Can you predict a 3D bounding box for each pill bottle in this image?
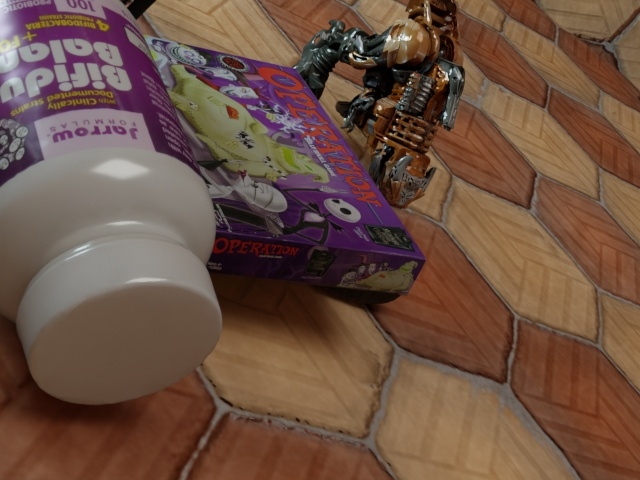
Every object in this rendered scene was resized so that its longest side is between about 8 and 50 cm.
[{"bbox_3d":[-0.172,-0.040,0.749,0.169,0.169,0.301,12,38,-40],"label":"pill bottle"}]

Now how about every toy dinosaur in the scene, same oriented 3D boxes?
[{"bbox_3d":[0.099,-0.195,1.220,0.164,0.218,0.322,41,67,-30],"label":"toy dinosaur"}]

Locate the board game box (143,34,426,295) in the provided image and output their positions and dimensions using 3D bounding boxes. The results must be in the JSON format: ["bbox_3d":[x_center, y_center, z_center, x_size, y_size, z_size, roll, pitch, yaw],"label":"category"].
[{"bbox_3d":[-0.062,-0.082,0.981,0.208,0.056,0.347,11,31,-33],"label":"board game box"}]

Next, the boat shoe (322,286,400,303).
[{"bbox_3d":[0.000,0.000,1.009,0.190,0.068,0.072,25,21,-24],"label":"boat shoe"}]

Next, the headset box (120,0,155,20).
[{"bbox_3d":[-0.266,-0.299,0.912,0.293,0.218,0.110,46,27,-12],"label":"headset box"}]
